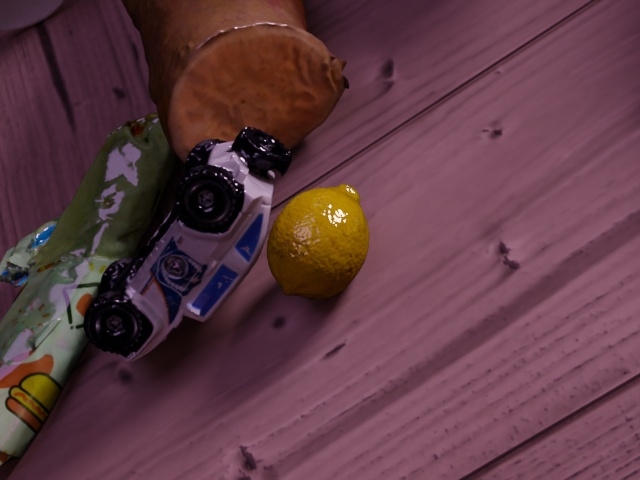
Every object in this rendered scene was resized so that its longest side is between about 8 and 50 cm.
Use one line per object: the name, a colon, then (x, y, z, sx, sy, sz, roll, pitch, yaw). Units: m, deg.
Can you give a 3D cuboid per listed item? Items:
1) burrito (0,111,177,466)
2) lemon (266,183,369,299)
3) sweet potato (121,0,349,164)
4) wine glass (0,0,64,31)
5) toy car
burrito: (-0.187, 0.026, 0.929, 0.104, 0.054, 0.288, 16, 71, 41)
lemon: (0.000, 0.000, 0.817, 0.062, 0.062, 0.083, 17, 65, 39)
sweet potato: (-0.088, -0.198, 0.967, 0.131, 0.131, 0.336, -31, 50, 12)
wine glass: (-0.281, -0.294, 1.134, 0.165, 0.165, 0.196, -26, 54, 16)
toy car: (-0.080, 0.003, 0.844, 0.170, 0.070, 0.080, -52, 11, 14)
